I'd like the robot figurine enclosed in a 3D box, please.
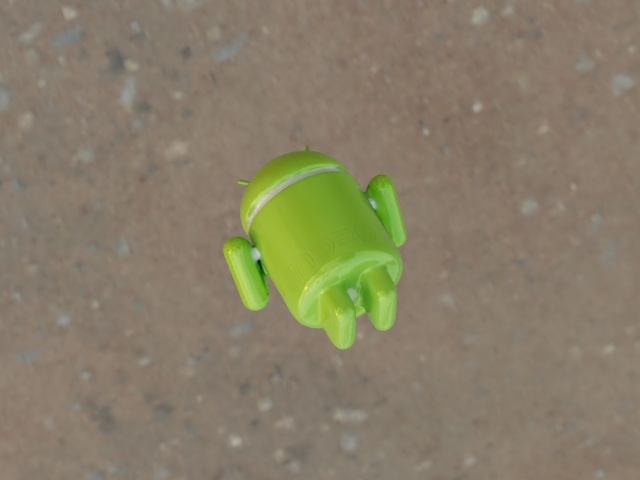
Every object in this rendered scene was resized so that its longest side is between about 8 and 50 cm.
[{"bbox_3d":[0.000,0.000,0.932,0.101,0.115,0.067,-25,152,-12],"label":"robot figurine"}]
